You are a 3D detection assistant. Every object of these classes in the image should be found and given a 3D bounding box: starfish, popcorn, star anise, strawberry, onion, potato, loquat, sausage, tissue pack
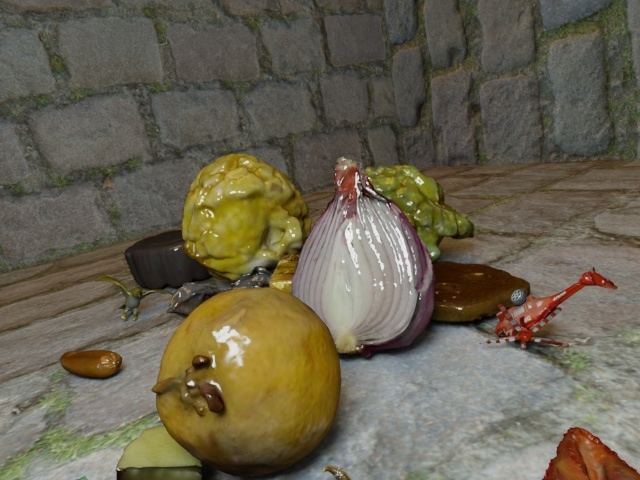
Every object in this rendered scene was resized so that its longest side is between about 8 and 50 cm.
[{"bbox_3d":[0.027,0.271,0.437,0.078,0.028,0.091,-20,18,-14],"label":"starfish"},{"bbox_3d":[-0.207,-0.056,1.200,0.343,0.390,0.354,-21,22,15],"label":"popcorn"},{"bbox_3d":[-0.213,0.132,1.015,0.257,0.111,0.198,-8,3,-2],"label":"star anise"},{"bbox_3d":[0.261,0.228,0.394,0.103,0.048,0.152,-3,19,17],"label":"strawberry"},{"bbox_3d":[0.201,-0.048,1.088,0.279,0.335,0.275,-43,29,21],"label":"popcorn"},{"bbox_3d":[0.090,0.031,0.781,0.266,0.350,0.159,1,-7,32],"label":"onion"},{"bbox_3d":[-0.189,0.277,0.508,0.096,0.067,0.103,12,1,-9],"label":"potato"},{"bbox_3d":[-0.081,0.170,0.528,0.193,0.239,0.238,-10,12,33],"label":"loquat"},{"bbox_3d":[-0.469,0.249,0.853,0.183,0.054,0.062,-6,-18,27],"label":"sausage"},{"bbox_3d":[0.010,0.096,0.969,0.225,0.092,0.183,-1,19,6],"label":"tissue pack"}]

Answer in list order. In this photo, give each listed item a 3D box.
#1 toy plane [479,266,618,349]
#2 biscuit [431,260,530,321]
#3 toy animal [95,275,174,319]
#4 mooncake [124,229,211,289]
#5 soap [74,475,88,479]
[{"bbox_3d":[0.335,0.098,0.642,0.126,0.194,0.077,15,40,6],"label":"toy plane"},{"bbox_3d":[0.268,0.103,0.880,0.257,0.049,0.273,-13,15,-20],"label":"biscuit"},{"bbox_3d":[-0.496,0.167,1.132,0.218,0.095,0.155,17,0,-27],"label":"toy animal"},{"bbox_3d":[-0.491,0.059,1.423,0.305,0.155,0.306,-11,13,2],"label":"mooncake"},{"bbox_3d":[-0.175,0.300,0.327,0.273,0.098,0.218,-6,14,19],"label":"soap"}]
